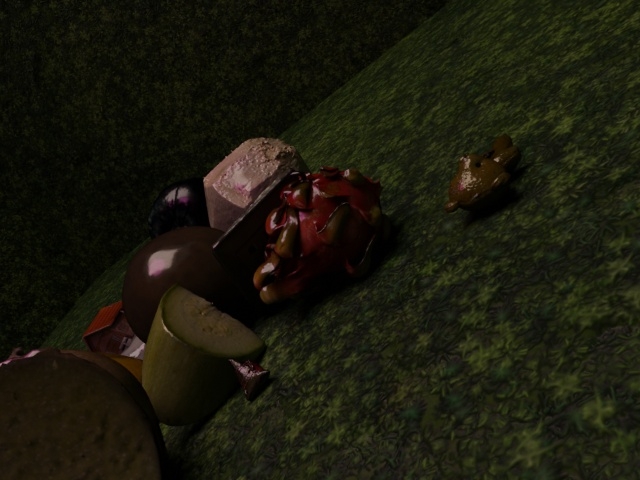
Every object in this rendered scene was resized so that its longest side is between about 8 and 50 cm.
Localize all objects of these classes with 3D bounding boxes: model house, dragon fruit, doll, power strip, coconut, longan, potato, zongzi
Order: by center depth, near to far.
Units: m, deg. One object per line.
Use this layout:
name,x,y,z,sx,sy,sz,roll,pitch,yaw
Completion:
potato,-0.485,0.388,1.013,0.442,0.385,0.319,-35,1,-16
doll,0.288,-0.129,1.076,0.137,0.097,0.209,-35,13,37
zongzi,-0.139,0.244,1.113,0.067,0.073,0.083,-59,16,5
dragon fruit,-0.004,-0.017,1.217,0.307,0.243,0.227,-19,-18,8
power strip,-0.111,0.003,1.327,0.251,0.257,0.092,-43,45,-16
longan,-0.311,0.114,1.420,0.319,0.319,0.319,-37,19,15
coconut,-0.183,-0.122,1.700,0.309,0.297,0.297,-47,19,-18
model house,-0.608,0.250,1.811,0.294,0.154,0.207,-103,37,-71

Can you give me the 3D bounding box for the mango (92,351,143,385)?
mango,-0.485,0.332,1.408,0.332,0.195,0.142,6,84,52

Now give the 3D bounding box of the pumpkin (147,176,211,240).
pumpkin,-0.400,-0.049,1.951,0.315,0.315,0.238,-36,9,16

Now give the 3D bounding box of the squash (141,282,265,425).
squash,-0.266,0.235,1.197,0.204,0.237,0.155,-37,-27,-62

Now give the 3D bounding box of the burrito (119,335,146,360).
burrito,-0.426,0.236,1.667,0.139,0.101,0.445,-26,23,50
